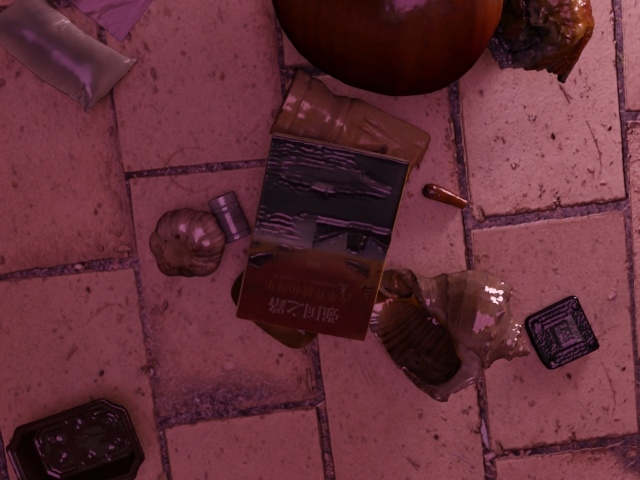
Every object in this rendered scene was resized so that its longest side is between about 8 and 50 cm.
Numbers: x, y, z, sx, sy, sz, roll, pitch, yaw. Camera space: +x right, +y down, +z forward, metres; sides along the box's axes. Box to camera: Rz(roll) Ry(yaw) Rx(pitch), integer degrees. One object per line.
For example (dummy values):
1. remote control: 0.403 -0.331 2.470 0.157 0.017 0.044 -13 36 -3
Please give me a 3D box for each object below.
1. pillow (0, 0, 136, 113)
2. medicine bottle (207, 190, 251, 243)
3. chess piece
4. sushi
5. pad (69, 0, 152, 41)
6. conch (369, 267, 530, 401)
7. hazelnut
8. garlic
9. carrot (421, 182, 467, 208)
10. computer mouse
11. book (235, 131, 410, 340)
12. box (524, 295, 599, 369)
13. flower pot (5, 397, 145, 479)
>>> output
1. pillow: -0.491 -0.365 1.435 0.254 0.078 0.144 37 85 -7
2. medicine bottle: -0.178 -0.045 1.496 0.058 0.058 0.091 -22 98 1
3. chess piece: 0.062 -0.210 1.461 0.301 0.137 0.137 21 96 -9
4. sushi: 0.385 -0.413 1.393 0.139 0.184 0.274 -26 90 -44
5. pad: -0.423 -0.481 1.458 0.188 0.006 0.113 37 93 -8
6. conch: 0.246 0.169 1.483 0.186 0.324 0.263 21 94 -50
7. hazelnut: 0.115 -0.444 1.300 0.410 0.359 0.359 33 95 19
8. garlic: -0.253 0.004 1.477 0.159 0.102 0.147 -35 101 31
9. carrot: 0.247 -0.088 1.522 0.093 0.032 0.032 21 96 -8
10. computer mouse: -0.087 0.135 1.530 0.199 0.045 0.102 42 97 -6
11. book: 0.000 0.000 1.453 0.263 0.028 0.373 11 106 -7
12. box: 0.495 0.191 1.569 0.125 0.027 0.126 -27 97 2
13. flower pot: -0.480 0.412 1.532 0.251 0.084 0.178 -19 98 1
